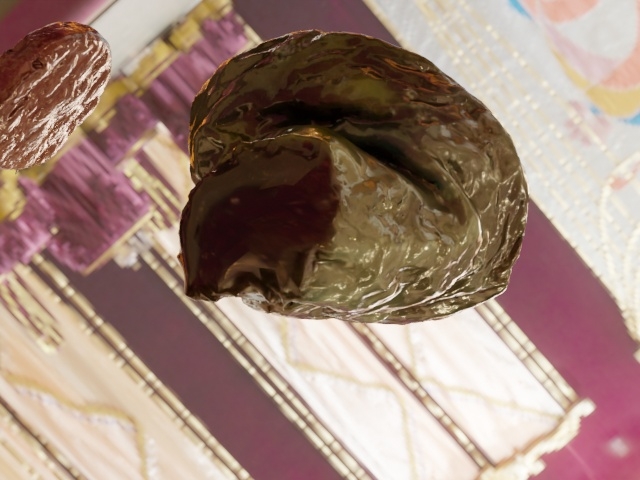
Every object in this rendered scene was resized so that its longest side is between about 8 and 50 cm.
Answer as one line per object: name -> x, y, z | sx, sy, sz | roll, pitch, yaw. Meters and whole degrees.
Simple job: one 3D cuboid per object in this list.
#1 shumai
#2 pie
shumai -> 0.000, 0.000, 0.990 | 0.309, 0.304, 0.263 | -3, -152, 28
pie -> -0.285, -0.148, 1.229 | 0.182, 0.049, 0.182 | -48, 165, -17
